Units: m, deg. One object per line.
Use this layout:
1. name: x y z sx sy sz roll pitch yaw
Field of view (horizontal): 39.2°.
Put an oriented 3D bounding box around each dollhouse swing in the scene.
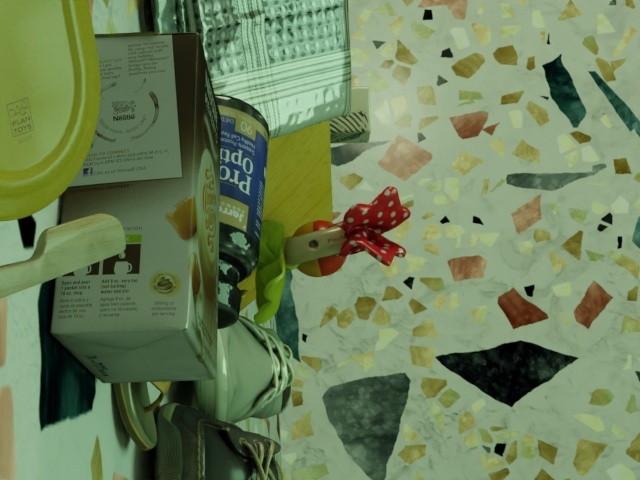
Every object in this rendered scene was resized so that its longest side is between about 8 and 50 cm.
1. dollhouse swing: -0.152 -0.157 1.345 0.315 0.305 0.347 -41 148 -30

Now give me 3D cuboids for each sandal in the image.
1. sandal: -0.155 0.101 0.803 0.072 0.049 0.180 -77 164 -86

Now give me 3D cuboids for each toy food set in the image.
1. toy food set: -0.166 -0.080 0.406 0.128 0.071 0.218 -40 130 -58

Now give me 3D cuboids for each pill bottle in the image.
1. pill bottle: -0.119 -0.027 0.906 0.123 0.122 0.219 86 6 -64

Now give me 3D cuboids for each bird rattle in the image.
1. bird rattle: 0.000 0.000 1.231 0.207 0.253 0.143 8 58 -87

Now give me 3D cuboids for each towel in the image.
1. towel: -0.072 -0.273 1.055 0.324 0.056 0.312 -21 115 -44

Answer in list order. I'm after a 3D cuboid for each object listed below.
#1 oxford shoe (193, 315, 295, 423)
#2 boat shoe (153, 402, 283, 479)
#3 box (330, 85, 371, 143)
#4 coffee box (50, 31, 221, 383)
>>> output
1. oxford shoe: -0.102 0.169 1.217 0.449 0.130 0.169 85 0 -76
2. boat shoe: -0.105 0.253 1.007 0.355 0.130 0.132 85 3 -74
3. box: -0.040 -0.242 1.764 0.113 0.275 0.094 72 16 -84
4. coffee box: -0.136 -0.024 0.713 0.141 0.098 0.247 86 2 -67
